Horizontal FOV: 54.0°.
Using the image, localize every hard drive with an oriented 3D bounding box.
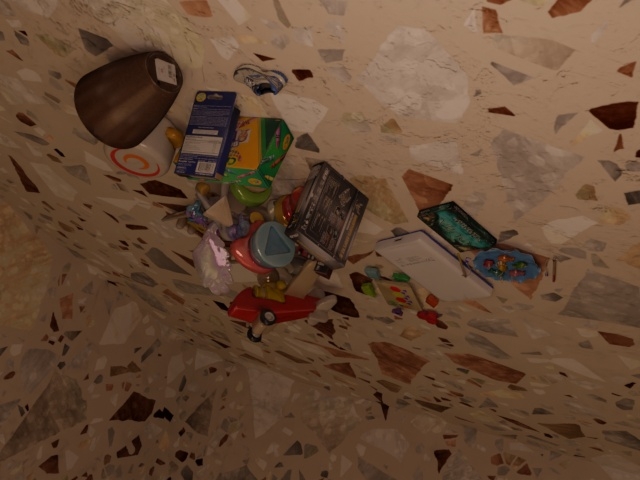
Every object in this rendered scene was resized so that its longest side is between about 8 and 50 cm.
[{"bbox_3d":[0.345,0.085,1.920,0.318,0.040,0.210,36,153,-24],"label":"hard drive"}]

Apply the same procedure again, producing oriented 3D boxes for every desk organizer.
[{"bbox_3d":[0.026,0.058,2.040,0.047,0.130,0.050,13,155,21],"label":"desk organizer"}]

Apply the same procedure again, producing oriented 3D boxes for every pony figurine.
[{"bbox_3d":[-0.293,-0.046,2.010,0.351,0.302,0.363,58,157,3],"label":"pony figurine"}]

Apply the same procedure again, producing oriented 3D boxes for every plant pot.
[{"bbox_3d":[-0.454,-0.370,1.561,0.230,0.215,0.215,-21,132,37],"label":"plant pot"}]

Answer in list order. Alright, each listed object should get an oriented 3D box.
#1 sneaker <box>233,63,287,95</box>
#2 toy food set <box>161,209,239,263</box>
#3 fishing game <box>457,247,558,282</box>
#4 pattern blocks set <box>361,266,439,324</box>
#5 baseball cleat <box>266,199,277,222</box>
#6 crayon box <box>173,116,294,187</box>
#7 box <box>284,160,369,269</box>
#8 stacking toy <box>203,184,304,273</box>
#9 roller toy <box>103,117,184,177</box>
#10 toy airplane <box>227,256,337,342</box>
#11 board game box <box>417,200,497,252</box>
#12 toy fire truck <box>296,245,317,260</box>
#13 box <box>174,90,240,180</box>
[{"bbox_3d":[-0.146,-0.363,1.439,0.135,0.058,0.052,13,153,23],"label":"sneaker"},{"bbox_3d":[-0.423,-0.008,2.349,0.219,0.092,0.306,-7,142,48],"label":"toy food set"},{"bbox_3d":[0.511,0.077,1.729,0.263,0.041,0.189,4,150,20],"label":"fishing game"},{"bbox_3d":[0.279,0.191,2.206,0.285,0.026,0.325,13,153,22],"label":"pattern blocks set"},{"bbox_3d":[-0.102,-0.056,1.998,0.109,0.072,0.206,5,154,21],"label":"baseball cleat"},{"bbox_3d":[-0.227,-0.235,1.637,0.278,0.165,0.081,9,152,29],"label":"crayon box"},{"bbox_3d":[0.021,-0.066,1.678,0.183,0.231,0.056,37,149,-29],"label":"box"},{"bbox_3d":[-0.143,-0.084,1.751,0.279,0.309,0.130,44,142,-18],"label":"stacking toy"},{"bbox_3d":[-0.511,-0.286,1.809,0.191,0.146,0.209,27,151,-29],"label":"roller toy"},{"bbox_3d":[-0.137,0.210,2.366,0.273,0.386,0.384,61,-179,26],"label":"toy airplane"},{"bbox_3d":[0.365,-0.033,1.685,0.186,0.026,0.126,36,152,-25],"label":"board game box"},{"bbox_3d":[0.000,0.000,1.980,0.047,0.135,0.192,15,-179,-33],"label":"toy fire truck"},{"bbox_3d":[-0.280,-0.265,1.578,0.136,0.226,0.036,9,172,29],"label":"box"}]
